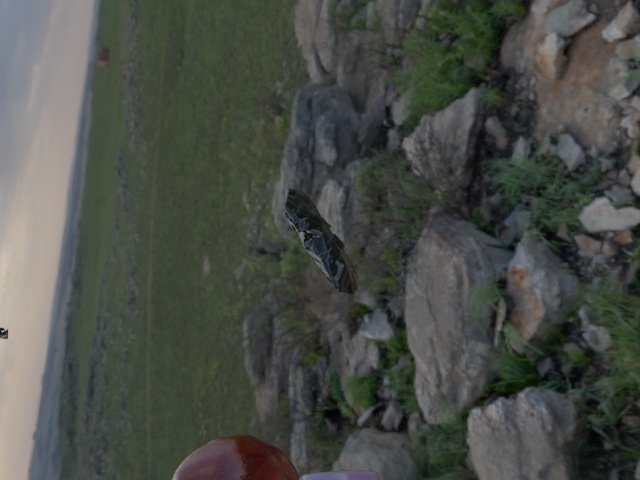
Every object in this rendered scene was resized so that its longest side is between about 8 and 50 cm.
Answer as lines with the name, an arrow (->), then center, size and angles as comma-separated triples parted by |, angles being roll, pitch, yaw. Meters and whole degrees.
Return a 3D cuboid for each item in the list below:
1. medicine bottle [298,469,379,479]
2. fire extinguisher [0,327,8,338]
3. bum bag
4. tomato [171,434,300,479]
medicine bottle -> 0.046, 0.636, 1.305 | 0.178, 0.178, 0.291 | 138, 134, -57
fire extinguisher -> -0.688, 0.194, 1.219 | 0.062, 0.177, 0.050 | 91, 169, -68
bum bag -> 0.000, 0.000, 1.702 | 0.095, 0.144, 0.341 | -32, 88, 19
tomato -> -0.211, 0.652, 1.547 | 0.290, 0.293, 0.325 | -37, -63, -63
